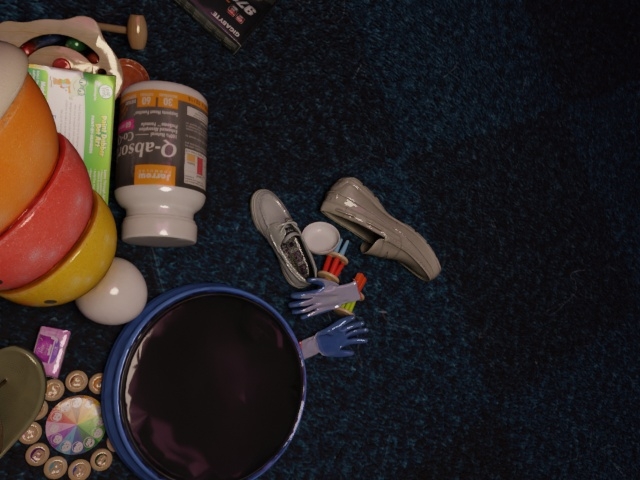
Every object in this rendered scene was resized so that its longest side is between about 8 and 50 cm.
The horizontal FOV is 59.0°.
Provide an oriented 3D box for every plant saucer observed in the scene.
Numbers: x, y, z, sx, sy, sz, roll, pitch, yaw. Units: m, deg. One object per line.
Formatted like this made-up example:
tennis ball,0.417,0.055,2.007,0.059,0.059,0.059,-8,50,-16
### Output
plant saucer,-0.378,-0.313,1.106,0.083,0.013,0.084,5,80,-28

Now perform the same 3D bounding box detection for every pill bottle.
pill bottle,-0.290,-0.134,1.037,0.162,0.162,0.279,4,79,-27

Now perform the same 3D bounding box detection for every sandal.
sandal,-0.536,0.306,0.868,0.120,0.086,0.303,35,70,-12

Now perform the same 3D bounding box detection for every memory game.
memory game,-0.418,0.317,0.976,0.186,0.012,0.186,5,79,-27

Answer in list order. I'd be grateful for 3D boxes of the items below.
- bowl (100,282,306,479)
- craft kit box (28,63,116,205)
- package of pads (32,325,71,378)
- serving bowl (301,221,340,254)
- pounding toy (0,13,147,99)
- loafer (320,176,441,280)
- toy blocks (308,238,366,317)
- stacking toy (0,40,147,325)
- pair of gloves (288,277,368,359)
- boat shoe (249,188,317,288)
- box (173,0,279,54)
bowl,-0.199,0.272,1.055,0.391,0.077,0.392,6,78,-29
craft kit box,-0.480,-0.170,0.948,0.246,0.061,0.250,4,103,-23
package of pads,-0.461,0.190,0.962,0.050,0.032,0.083,14,74,-17
serving bowl,0.000,0.000,1.229,0.083,0.027,0.083,2,52,-3
pounding toy,-0.447,-0.324,1.035,0.269,0.155,0.154,-11,111,-17
loafer,0.134,-0.006,1.274,0.319,0.112,0.111,40,71,-8
toy blocks,0.053,0.081,1.241,0.123,0.054,0.148,34,67,-18
stacking toy,-0.426,-0.015,0.853,0.351,0.350,0.480,-60,137,-22
pair of gloves,0.019,0.162,1.177,0.159,0.023,0.198,-14,110,-13
boat shoe,-0.068,-0.008,1.176,0.079,0.081,0.228,-29,95,-29
box,-0.216,-0.537,1.208,0.220,0.051,0.175,40,66,-17
